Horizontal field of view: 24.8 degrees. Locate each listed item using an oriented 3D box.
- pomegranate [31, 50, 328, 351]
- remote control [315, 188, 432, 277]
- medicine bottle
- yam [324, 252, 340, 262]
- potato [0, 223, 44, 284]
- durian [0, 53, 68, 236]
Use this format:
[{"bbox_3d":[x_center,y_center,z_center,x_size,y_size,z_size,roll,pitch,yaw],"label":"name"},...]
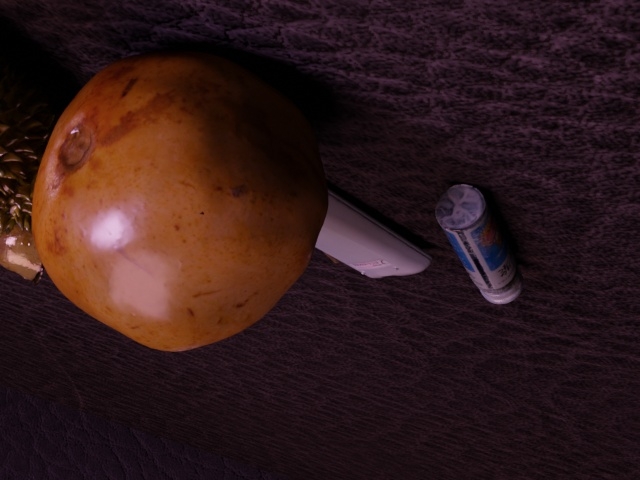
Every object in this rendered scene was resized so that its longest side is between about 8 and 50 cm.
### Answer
[{"bbox_3d":[-0.117,-0.031,1.275,0.264,0.264,0.264,17,162,6],"label":"pomegranate"},{"bbox_3d":[-0.020,-0.029,1.507,0.293,0.051,0.103,29,159,-30],"label":"remote control"},{"bbox_3d":[0.159,0.007,1.431,0.051,0.051,0.191,11,160,23],"label":"medicine bottle"},{"bbox_3d":[0.000,0.000,1.627,0.014,0.014,0.107,9,159,29],"label":"yam"},{"bbox_3d":[-0.421,0.009,1.996,0.103,0.066,0.096,24,158,-8],"label":"potato"},{"bbox_3d":[-0.382,-0.101,1.421,0.291,0.224,0.291,-13,179,0],"label":"durian"}]
